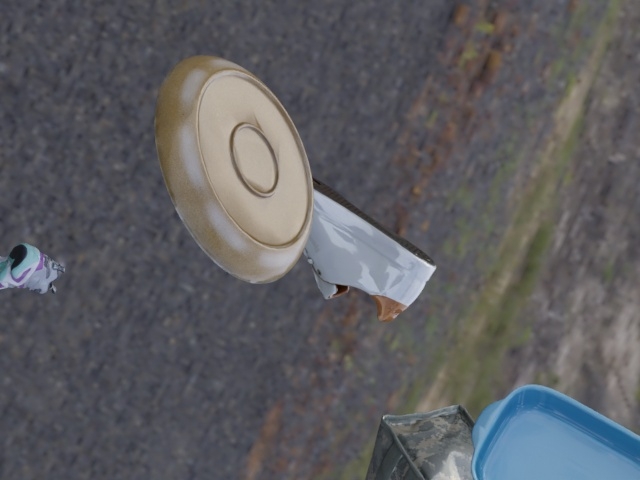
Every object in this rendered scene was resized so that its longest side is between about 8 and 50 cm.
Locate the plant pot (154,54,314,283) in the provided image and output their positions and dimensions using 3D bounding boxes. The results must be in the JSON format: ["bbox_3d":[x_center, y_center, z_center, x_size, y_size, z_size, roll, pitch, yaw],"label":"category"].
[{"bbox_3d":[-0.073,-0.075,1.446,0.236,0.032,0.236,33,47,-45],"label":"plant pot"}]

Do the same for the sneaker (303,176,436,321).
[{"bbox_3d":[0.000,0.000,1.908,0.123,0.290,0.106,-57,161,11],"label":"sneaker"}]

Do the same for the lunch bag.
[{"bbox_3d":[0.179,0.420,2.105,0.169,0.287,0.235,-6,128,-26],"label":"lunch bag"}]

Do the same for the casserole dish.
[{"bbox_3d":[0.209,0.198,1.210,0.114,0.188,0.037,-56,168,-23],"label":"casserole dish"}]

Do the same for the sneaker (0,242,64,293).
[{"bbox_3d":[-0.288,0.038,1.435,0.069,0.098,0.038,29,58,-39],"label":"sneaker"}]
